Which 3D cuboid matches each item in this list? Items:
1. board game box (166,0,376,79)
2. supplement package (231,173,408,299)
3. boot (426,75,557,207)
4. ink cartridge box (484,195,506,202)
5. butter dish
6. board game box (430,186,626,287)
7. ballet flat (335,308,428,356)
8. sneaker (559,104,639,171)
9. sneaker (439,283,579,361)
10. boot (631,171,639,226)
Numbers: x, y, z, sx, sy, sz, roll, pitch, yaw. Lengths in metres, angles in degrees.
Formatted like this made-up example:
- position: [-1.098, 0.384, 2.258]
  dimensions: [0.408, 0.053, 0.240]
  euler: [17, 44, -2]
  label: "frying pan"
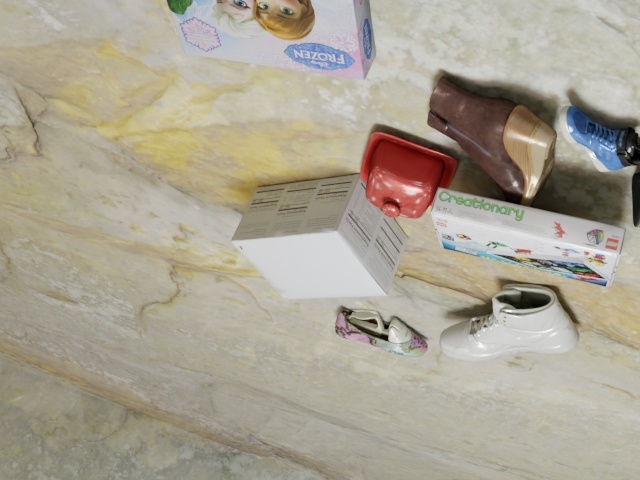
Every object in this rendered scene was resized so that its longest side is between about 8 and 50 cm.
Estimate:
- position: [-0.090, -0.390, 1.392]
  dimensions: [0.319, 0.065, 0.318]
  euler: [11, 147, 18]
  label: "board game box"
- position: [0.000, 0.000, 1.854]
  dimensions: [0.262, 0.145, 0.204]
  euler: [-4, 139, 38]
  label: "supplement package"
- position: [0.273, -0.153, 1.535]
  dimensions: [0.207, 0.090, 0.248]
  euler: [29, 156, 18]
  label: "boot"
- position: [0.354, -0.014, 1.723]
  dimensions: [0.146, 0.045, 0.179]
  euler: [18, 167, 7]
  label: "ink cartridge box"
- position: [0.139, -0.092, 1.650]
  dimensions: [0.160, 0.118, 0.160]
  euler: [21, 148, 4]
  label: "butter dish"
- position: [0.346, -0.003, 1.584]
  dimensions: [0.306, 0.053, 0.193]
  euler: [14, 166, 16]
  label: "board game box"
- position: [0.139, 0.206, 2.159]
  dimensions: [0.222, 0.077, 0.079]
  euler: [14, 128, 15]
  label: "ballet flat"
- position: [0.429, -0.158, 1.417]
  dimensions: [0.085, 0.058, 0.152]
  euler: [-6, 143, 48]
  label: "sneaker"
- position: [0.357, 0.157, 1.913]
  dimensions: [0.293, 0.108, 0.169]
  euler: [-10, 135, 28]
  label: "sneaker"
- position: [0.570, -0.077, 1.422]
  dimensions: [0.179, 0.085, 0.236]
  euler: [-2, 165, 8]
  label: "boot"
